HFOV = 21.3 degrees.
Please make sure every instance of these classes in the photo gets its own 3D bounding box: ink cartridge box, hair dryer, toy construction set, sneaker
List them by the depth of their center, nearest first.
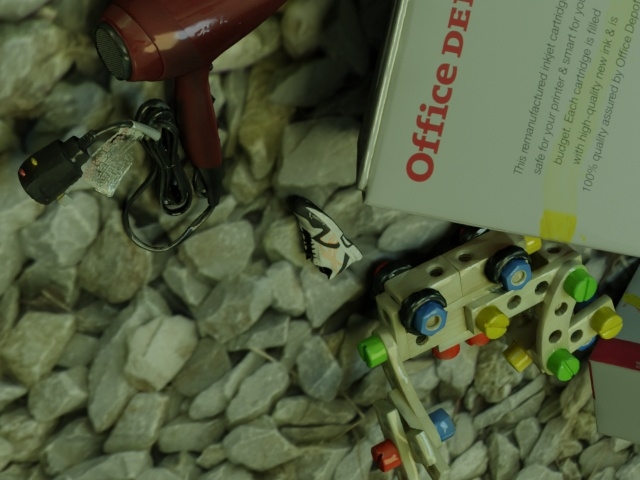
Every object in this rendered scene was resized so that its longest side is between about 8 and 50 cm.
[{"bbox_3d":[-0.117,-0.134,1.424,0.293,0.080,0.223,-51,151,10],"label":"hair dryer"},{"bbox_3d":[0.242,-0.147,1.470,0.384,0.160,0.279,11,109,-5],"label":"ink cartridge box"},{"bbox_3d":[0.000,0.000,1.606,0.044,0.040,0.109,-43,135,-3],"label":"sneaker"},{"bbox_3d":[0.157,0.101,1.729,0.327,0.151,0.215,-36,135,-27],"label":"toy construction set"},{"bbox_3d":[0.390,0.126,1.881,0.176,0.127,0.128,-55,144,-36],"label":"ink cartridge box"}]
